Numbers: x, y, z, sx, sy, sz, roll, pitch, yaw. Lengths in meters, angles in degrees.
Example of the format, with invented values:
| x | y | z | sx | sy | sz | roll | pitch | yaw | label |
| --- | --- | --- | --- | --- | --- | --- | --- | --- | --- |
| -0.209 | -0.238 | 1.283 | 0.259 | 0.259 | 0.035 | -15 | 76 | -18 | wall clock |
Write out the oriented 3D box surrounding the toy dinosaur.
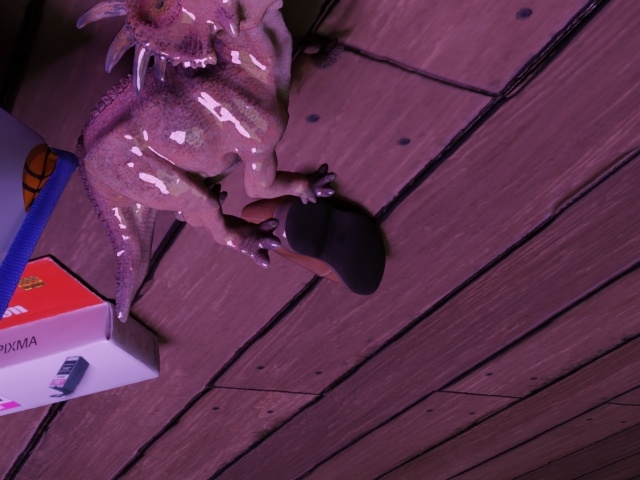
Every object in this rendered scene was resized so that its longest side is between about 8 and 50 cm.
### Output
| x | y | z | sx | sy | sz | roll | pitch | yaw | label |
| --- | --- | --- | --- | --- | --- | --- | --- | --- | --- |
| -0.098 | -0.084 | 0.543 | 0.200 | 0.127 | 0.296 | 24 | 120 | -40 | toy dinosaur |

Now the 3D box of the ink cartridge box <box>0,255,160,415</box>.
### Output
| x | y | z | sx | sy | sz | roll | pitch | yaw | label |
| --- | --- | --- | --- | --- | --- | --- | --- | --- | --- |
| -0.362 | 0.125 | 0.938 | 0.275 | 0.060 | 0.239 | -15 | 150 | 11 | ink cartridge box |

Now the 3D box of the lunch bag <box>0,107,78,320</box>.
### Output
| x | y | z | sx | sy | sz | roll | pitch | yaw | label |
| --- | --- | --- | --- | --- | --- | --- | --- | --- | --- |
| -0.367 | 0.038 | 0.428 | 0.238 | 0.386 | 0.328 | 13 | 163 | 38 | lunch bag |

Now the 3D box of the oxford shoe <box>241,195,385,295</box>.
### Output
| x | y | z | sx | sy | sz | roll | pitch | yaw | label |
| --- | --- | --- | --- | --- | --- | --- | --- | --- | --- |
| 0.000 | 0.000 | 0.825 | 0.076 | 0.076 | 0.212 | 8 | 165 | 36 | oxford shoe |
